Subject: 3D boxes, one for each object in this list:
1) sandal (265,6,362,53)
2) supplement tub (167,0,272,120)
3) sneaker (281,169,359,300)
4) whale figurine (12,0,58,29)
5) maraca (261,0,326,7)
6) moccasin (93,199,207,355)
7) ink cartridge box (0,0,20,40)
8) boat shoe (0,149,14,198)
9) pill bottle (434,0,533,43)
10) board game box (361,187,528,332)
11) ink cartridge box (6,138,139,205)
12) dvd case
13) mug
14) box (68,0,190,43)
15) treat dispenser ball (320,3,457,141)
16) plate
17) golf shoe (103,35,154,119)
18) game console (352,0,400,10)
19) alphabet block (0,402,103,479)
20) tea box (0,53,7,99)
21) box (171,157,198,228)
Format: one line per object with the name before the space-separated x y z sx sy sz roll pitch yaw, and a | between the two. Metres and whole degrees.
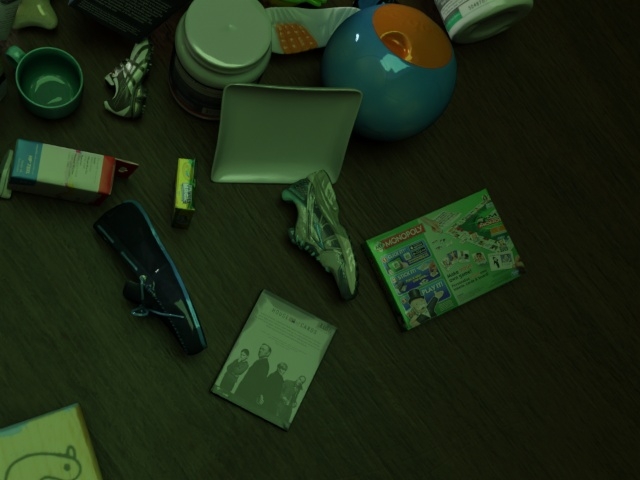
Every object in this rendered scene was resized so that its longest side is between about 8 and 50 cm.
sandal | -0.026 -0.466 1.980 0.265 0.076 0.101 -6 98 -15
supplement tub | -0.205 -0.373 1.807 0.191 0.272 0.191 3 76 -14
sneaker | 0.000 0.000 1.879 0.122 0.110 0.283 -19 80 0
whale figurine | -0.595 -0.573 1.844 0.216 0.141 0.271 -2 101 -1
maraca | -0.073 -0.565 1.978 0.186 0.099 0.127 7 47 -27
moccasin | -0.338 0.087 1.758 0.117 0.137 0.342 -27 71 -14
ink cartridge box | -0.672 -0.511 1.754 0.148 0.086 0.203 27 113 -1
boat shoe | -0.620 -0.131 1.774 0.035 0.035 0.100 21 67 -38
pill bottle | 0.329 -0.656 2.046 0.204 0.204 0.361 -20 83 -18
board game box | 0.274 0.040 1.954 0.317 0.046 0.213 -23 83 -18
ink cartridge box | -0.484 -0.126 1.740 0.231 0.134 0.078 11 79 -21
dvd case | -0.094 0.243 1.821 0.179 0.029 0.238 29 71 -6
mug | -0.550 -0.323 1.799 0.130 0.097 0.157 -18 82 -17
box | -0.335 -0.608 1.765 0.183 0.294 0.296 25 54 -40
treat dispenser ball | 0.143 -0.354 1.885 0.288 0.288 0.288 3 77 -14
plate | -0.076 -0.222 1.824 0.277 0.278 0.045 1 51 -13
golf shoe | -0.401 -0.353 1.856 0.094 0.077 0.198 10 74 -12
game console | 0.137 -0.531 2.037 0.107 0.071 0.122 40 72 -3
alphabet block | -0.494 0.417 1.593 0.192 0.193 0.197 -18 82 -16
tea box | -0.783 -0.350 1.627 0.329 0.323 0.220 34 71 -5
box | -0.271 -0.094 1.774 0.043 0.179 0.105 5 76 -14
